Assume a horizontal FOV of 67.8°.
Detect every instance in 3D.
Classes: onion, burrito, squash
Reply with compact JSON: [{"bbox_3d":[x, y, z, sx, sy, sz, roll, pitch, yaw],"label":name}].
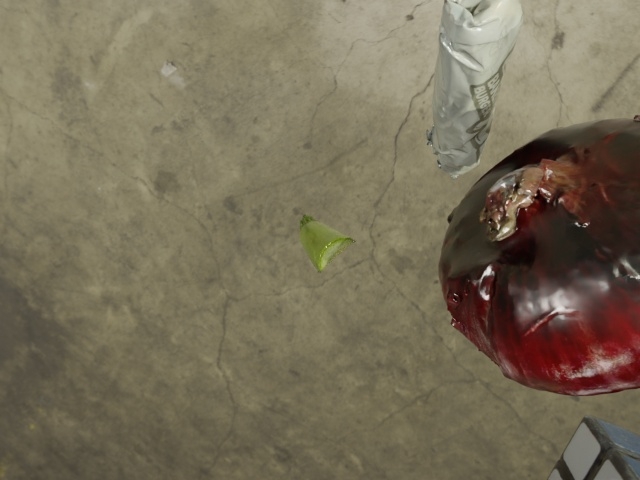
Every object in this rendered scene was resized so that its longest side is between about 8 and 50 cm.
[{"bbox_3d":[0.258,-0.003,0.502,0.313,0.314,0.232,-32,118,31],"label":"onion"},{"bbox_3d":[0.214,-0.213,0.712,0.101,0.139,0.445,-1,162,11],"label":"burrito"},{"bbox_3d":[0.003,0.002,0.936,0.075,0.200,0.090,30,98,-26],"label":"squash"}]

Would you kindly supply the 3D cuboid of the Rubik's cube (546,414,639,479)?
[{"bbox_3d":[0.504,0.497,0.679,0.304,0.301,0.304,23,104,4],"label":"Rubik's cube"}]
